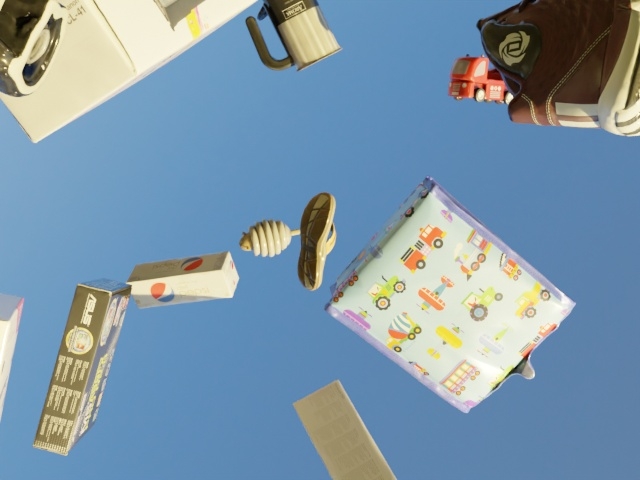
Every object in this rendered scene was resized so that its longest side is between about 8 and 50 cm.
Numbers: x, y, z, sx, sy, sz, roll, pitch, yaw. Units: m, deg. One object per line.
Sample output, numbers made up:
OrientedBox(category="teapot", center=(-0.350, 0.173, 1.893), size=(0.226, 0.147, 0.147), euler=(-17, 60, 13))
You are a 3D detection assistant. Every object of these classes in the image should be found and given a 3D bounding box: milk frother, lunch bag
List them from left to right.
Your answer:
OrientedBox(category="milk frother", center=(-0.041, -0.348, 1.289), size=(0.129, 0.143, 0.135), euler=(-21, -77, 24))
OrientedBox(category="lunch bag", center=(0.189, 0.091, 1.094), size=(0.293, 0.138, 0.221), euler=(40, -79, -3))

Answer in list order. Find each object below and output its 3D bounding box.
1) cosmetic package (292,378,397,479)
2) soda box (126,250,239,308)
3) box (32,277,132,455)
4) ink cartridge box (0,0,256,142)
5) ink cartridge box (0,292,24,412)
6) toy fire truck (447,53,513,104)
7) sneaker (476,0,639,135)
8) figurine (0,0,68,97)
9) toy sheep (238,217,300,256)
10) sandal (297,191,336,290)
OrientedBox(category="cosmetic package", center=(0.047, 0.375, 1.416), size=(0.098, 0.060, 0.239), euler=(-27, -127, -7))
OrientedBox(category="soda box", center=(-0.284, 0.083, 1.635), size=(0.216, 0.074, 0.069), euler=(-8, -147, 15))
OrientedBox(category="box", center=(-0.400, 0.204, 1.353), size=(0.060, 0.216, 0.270), euler=(15, -92, -5))
OrientedBox(category="ink cartridge box", center=(-0.243, -0.272, 0.998), size=(0.226, 0.131, 0.306), euler=(-21, -159, 37))
OrientedBox(category="ink cartridge box", center=(-0.479, 0.188, 1.083), size=(0.158, 0.092, 0.218), euler=(-149, -107, -74))
OrientedBox(category="toy fire truck", center=(0.269, -0.266, 1.146), size=(0.047, 0.192, 0.135), euler=(17, -74, 52))
OrientedBox(category="sneaker", center=(0.213, -0.220, 0.665), size=(0.162, 0.106, 0.282), euler=(3, -111, 38))
OrientedBox(category="figurine", center=(-0.333, -0.205, 0.609), size=(0.209, 0.215, 0.092), euler=(24, -91, -1))
OrientedBox(category="toy sheep", center=(-0.108, -0.006, 1.669), size=(0.132, 0.091, 0.091), euler=(-17, -124, -10))
OrientedBox(category="sandal", center=(0.000, 0.000, 1.387), size=(0.072, 0.049, 0.180), euler=(27, -63, 47))
